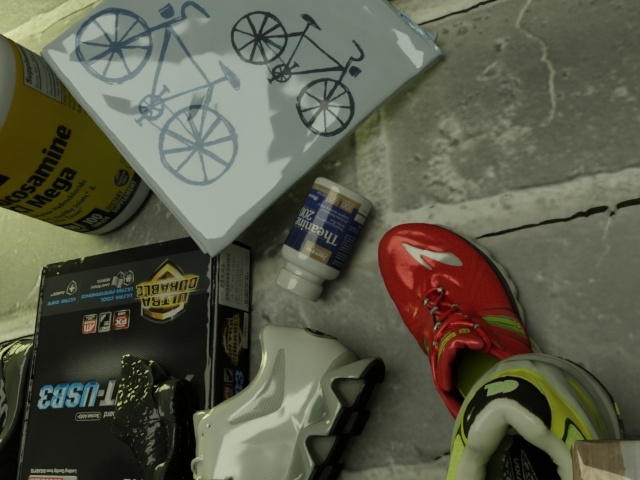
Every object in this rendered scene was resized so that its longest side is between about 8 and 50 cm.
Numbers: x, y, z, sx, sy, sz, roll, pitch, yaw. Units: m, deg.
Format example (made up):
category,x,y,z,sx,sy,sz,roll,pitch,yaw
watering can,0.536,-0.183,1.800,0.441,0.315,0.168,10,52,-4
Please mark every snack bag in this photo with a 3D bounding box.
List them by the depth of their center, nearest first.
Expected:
category,x,y,z,sx,sy,sz,roll,pitch,yaw
snack bag,-0.093,-0.207,0.826,0.342,0.037,0.323,-42,79,-1

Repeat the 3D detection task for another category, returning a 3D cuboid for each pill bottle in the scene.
category,x,y,z,sx,sy,sz,roll,pitch,yaw
pill bottle,0.000,0.000,0.782,0.067,0.067,0.120,26,90,35
pill bottle,-0.371,-0.134,0.891,0.188,0.334,0.187,-10,71,30

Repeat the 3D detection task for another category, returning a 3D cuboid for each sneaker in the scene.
category,x,y,z,sx,sy,sz,roll,pitch,yaw
sneaker,0.127,0.264,0.465,0.145,0.147,0.384,-12,75,28
sneaker,0.129,0.083,0.645,0.107,0.118,0.279,-40,59,15
sneaker,-0.073,0.235,0.714,0.146,0.122,0.330,23,78,22
sneaker,-0.174,0.199,0.760,0.089,0.051,0.170,-10,67,28
sneaker,-0.415,0.237,0.959,0.130,0.087,0.227,-2,71,33

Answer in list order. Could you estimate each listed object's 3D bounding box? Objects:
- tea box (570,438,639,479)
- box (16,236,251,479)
category,x,y,z,sx,sy,sz,roll,pitch,yaw
tea box,0.283,0.266,0.371,0.220,0.323,0.328,-10,70,29
box,-0.219,0.157,0.870,0.296,0.073,0.293,-9,70,30
